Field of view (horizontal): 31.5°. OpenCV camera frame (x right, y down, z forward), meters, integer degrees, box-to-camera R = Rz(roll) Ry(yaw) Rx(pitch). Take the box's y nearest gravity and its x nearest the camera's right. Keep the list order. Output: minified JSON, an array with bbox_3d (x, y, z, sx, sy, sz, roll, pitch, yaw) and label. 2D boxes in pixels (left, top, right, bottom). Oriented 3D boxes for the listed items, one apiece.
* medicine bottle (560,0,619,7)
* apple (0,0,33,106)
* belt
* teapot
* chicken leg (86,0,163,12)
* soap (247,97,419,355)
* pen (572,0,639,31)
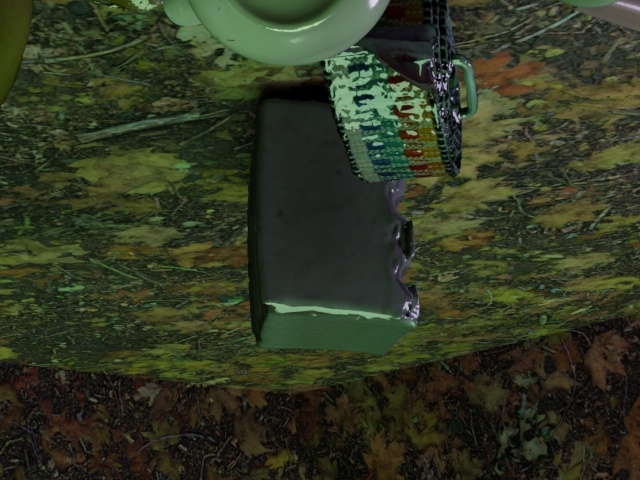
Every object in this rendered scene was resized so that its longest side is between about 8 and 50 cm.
[{"bbox_3d":[0.294,-0.349,0.883,0.375,0.123,0.282,-19,123,40],"label":"medicine bottle"},{"bbox_3d":[-0.419,-0.214,1.071,0.292,0.254,0.292,-7,159,-3],"label":"apple"},{"bbox_3d":[0.103,-0.194,1.351,0.160,0.207,0.295,-4,148,12],"label":"belt"},{"bbox_3d":[-0.012,-0.280,1.089,0.299,0.208,0.166,-23,-176,-3],"label":"teapot"},{"bbox_3d":[-0.188,-0.295,1.168,0.196,0.080,0.125,-12,149,20],"label":"chicken leg"},{"bbox_3d":[0.000,0.000,1.703,0.212,0.350,0.435,-3,165,-6],"label":"soap"},{"bbox_3d":[0.401,-0.284,1.417,0.197,0.032,0.053,9,158,-29],"label":"pen"}]
